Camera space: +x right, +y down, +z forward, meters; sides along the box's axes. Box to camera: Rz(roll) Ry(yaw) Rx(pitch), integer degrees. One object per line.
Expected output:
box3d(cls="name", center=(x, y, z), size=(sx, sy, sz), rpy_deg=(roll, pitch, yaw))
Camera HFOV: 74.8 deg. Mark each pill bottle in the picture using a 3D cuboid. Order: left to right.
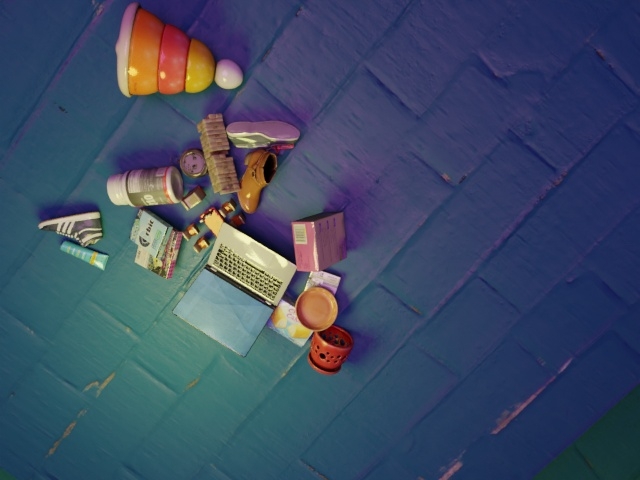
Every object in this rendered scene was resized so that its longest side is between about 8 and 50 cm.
box3d(cls="pill bottle", center=(-0.768, -0.234, 1.848), size=(0.282, 0.161, 0.162), rpy_deg=(-5, 101, 3))

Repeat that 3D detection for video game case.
box3d(cls="video game case", center=(-0.745, 0.031, 1.924), size=(0.210, 0.041, 0.232), rpy_deg=(22, 102, 22))

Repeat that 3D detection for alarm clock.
box3d(cls="alarm clock", center=(-0.580, -0.347, 1.871), size=(0.191, 0.064, 0.130), rpy_deg=(7, 102, 4))

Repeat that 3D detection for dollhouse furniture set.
box3d(cls="dollhouse furniture set", center=(-0.505, -0.116, 1.900), size=(0.261, 0.135, 0.259), rpy_deg=(-32, 110, 8))

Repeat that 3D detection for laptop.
box3d(cls="laptop", center=(-0.369, 0.208, 1.805), size=(0.381, 0.236, 0.408), rpy_deg=(30, 121, 2))

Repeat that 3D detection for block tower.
box3d(cls="block tower", center=(-0.444, -0.367, 1.817), size=(0.090, 0.097, 0.336), rpy_deg=(-17, 96, -34))

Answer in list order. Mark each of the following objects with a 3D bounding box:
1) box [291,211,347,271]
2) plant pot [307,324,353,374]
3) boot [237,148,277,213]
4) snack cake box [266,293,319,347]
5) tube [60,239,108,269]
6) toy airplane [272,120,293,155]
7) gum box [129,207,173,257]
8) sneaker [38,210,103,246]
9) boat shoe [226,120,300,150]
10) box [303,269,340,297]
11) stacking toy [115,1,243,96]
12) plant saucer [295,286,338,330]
box3d(cls="box", center=(0.000, 0.000, 1.817), size=(0.117, 0.242, 0.214), rpy_deg=(2, 104, 34))
box3d(cls="plant pot", center=(0.041, 0.513, 1.963), size=(0.190, 0.191, 0.174), rpy_deg=(20, 111, -2))
box3d(cls="boot", center=(-0.259, -0.247, 1.795), size=(0.108, 0.220, 0.284), rpy_deg=(8, 96, -34))
box3d(cls="snack cake box", center=(-0.152, 0.363, 1.984), size=(0.264, 0.089, 0.152), rpy_deg=(33, 101, -5))
box3d(cls="tube", center=(-1.113, 0.065, 1.982), size=(0.206, 0.052, 0.080), rpy_deg=(25, 112, -9))
box3d(cls="toy airplane", center=(-0.190, -0.449, 1.851), size=(0.151, 0.028, 0.152), rpy_deg=(2, 101, 9))
box3d(cls="gum box", center=(-0.764, -0.036, 1.881), size=(0.184, 0.041, 0.157), rpy_deg=(30, 105, 19))
box3d(cls="sneaker", center=(-1.146, -0.038, 1.933), size=(0.281, 0.099, 0.153), rpy_deg=(-10, 99, 1))
box3d(cls="boat shoe", center=(-0.243, -0.446, 1.814), size=(0.318, 0.116, 0.099), rpy_deg=(4, 142, 5))
box3d(cls="box", center=(-0.001, 0.232, 1.978), size=(0.145, 0.038, 0.187), rpy_deg=(18, 101, -2))
box3d(cls="stacking toy", center=(-0.558, -0.718, 1.717), size=(0.478, 0.350, 0.351), rpy_deg=(9, 102, -19))
box3d(cls="plant saucer", center=(-0.020, 0.315, 1.928), size=(0.199, 0.037, 0.200), rpy_deg=(2, 82, -12))
